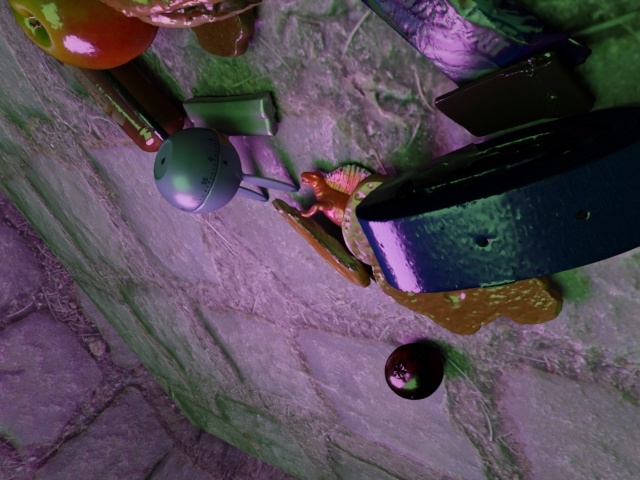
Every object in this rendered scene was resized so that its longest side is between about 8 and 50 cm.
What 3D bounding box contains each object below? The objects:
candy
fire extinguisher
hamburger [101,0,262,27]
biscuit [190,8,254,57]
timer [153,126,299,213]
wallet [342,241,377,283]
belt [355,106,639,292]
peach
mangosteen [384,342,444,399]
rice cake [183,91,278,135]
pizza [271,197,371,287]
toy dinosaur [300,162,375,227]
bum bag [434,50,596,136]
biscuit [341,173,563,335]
[{"bbox_3d":[0.158,-0.259,0.564,0.275,0.070,0.145,38,152,-4],"label":"candy"},{"bbox_3d":[-0.390,-0.279,0.967,0.113,0.200,0.376,-40,100,18],"label":"fire extinguisher"},{"bbox_3d":[-0.138,-0.368,0.583,0.330,0.162,0.209,-36,102,23],"label":"hamburger"},{"bbox_3d":[-0.175,-0.430,0.708,0.184,0.047,0.319,-4,125,41],"label":"biscuit"},{"bbox_3d":[-0.187,-0.138,0.928,0.175,0.256,0.175,19,116,45],"label":"timer"},{"bbox_3d":[0.115,0.063,0.966,0.176,0.026,0.095,44,168,-1],"label":"wallet"},{"bbox_3d":[0.217,-0.048,0.586,0.347,0.212,0.117,-16,112,30],"label":"belt"},{"bbox_3d":[-0.381,-0.394,0.795,0.231,0.231,0.230,25,142,22],"label":"peach"},{"bbox_3d":[0.210,0.287,1.065,0.140,0.140,0.140,25,142,22],"label":"mangosteen"},{"bbox_3d":[-0.168,-0.231,0.919,0.222,0.042,0.080,8,132,36],"label":"rice cake"},{"bbox_3d":[0.000,0.000,0.962,0.262,0.034,0.181,43,174,10],"label":"pizza"},{"bbox_3d":[0.088,-0.051,0.874,0.286,0.070,0.138,36,122,5],"label":"toy dinosaur"},{"bbox_3d":[0.227,-0.164,0.586,0.109,0.026,0.159,21,161,-35],"label":"bum bag"},{"bbox_3d":[0.211,0.019,0.793,0.376,0.051,0.269,30,130,7],"label":"biscuit"}]
